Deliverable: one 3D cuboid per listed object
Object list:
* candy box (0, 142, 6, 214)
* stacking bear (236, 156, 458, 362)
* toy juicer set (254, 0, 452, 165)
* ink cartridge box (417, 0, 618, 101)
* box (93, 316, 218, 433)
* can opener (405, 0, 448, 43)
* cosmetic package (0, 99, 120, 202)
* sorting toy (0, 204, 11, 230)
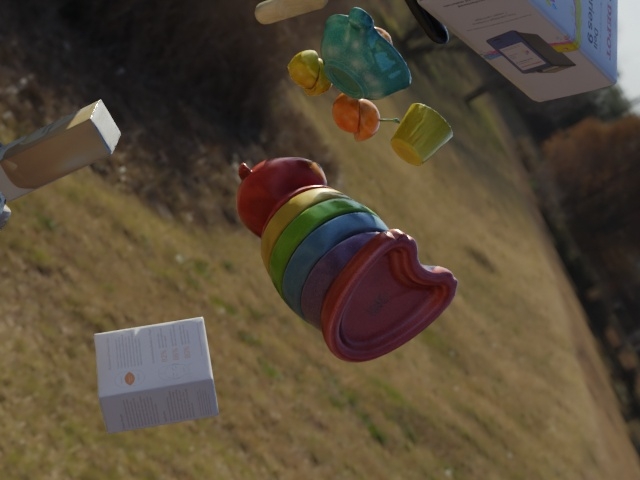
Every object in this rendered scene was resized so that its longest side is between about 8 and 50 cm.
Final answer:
[{"bbox_3d":[-0.448,-0.090,1.344,0.159,0.234,0.071,65,29,-51],"label":"candy box"},{"bbox_3d":[0.000,0.000,1.627,0.289,0.164,0.175,47,5,40],"label":"stacking bear"},{"bbox_3d":[0.031,-0.243,1.737,0.209,0.089,0.329,22,-23,46],"label":"toy juicer set"},{"bbox_3d":[0.184,-0.239,1.201,0.212,0.093,0.154,31,59,-49],"label":"ink cartridge box"},{"bbox_3d":[-0.249,0.203,2.024,0.091,0.171,0.130,87,-7,-45],"label":"box"},{"bbox_3d":[0.086,-0.270,1.292,0.059,0.073,0.186,105,-35,-53],"label":"can opener"},{"bbox_3d":[-0.251,-0.085,1.266,0.041,0.115,0.060,62,11,-21],"label":"cosmetic package"},{"bbox_3d":[-0.614,-0.020,1.919,0.257,0.255,0.089,40,10,23],"label":"sorting toy"}]
